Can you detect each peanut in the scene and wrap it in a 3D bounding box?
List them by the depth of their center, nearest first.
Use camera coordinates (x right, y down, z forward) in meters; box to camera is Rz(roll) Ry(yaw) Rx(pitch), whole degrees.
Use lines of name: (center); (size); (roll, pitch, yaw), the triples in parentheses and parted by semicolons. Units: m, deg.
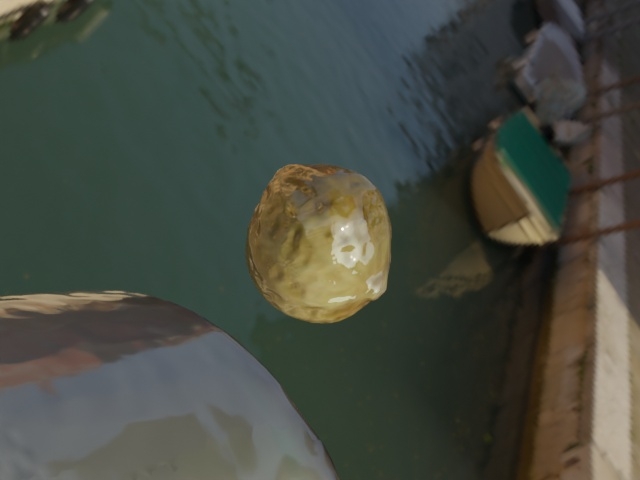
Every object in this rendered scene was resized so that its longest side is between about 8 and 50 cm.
peanut: (0.000, 0.000, 1.043); (0.140, 0.109, 0.159); (-45, 133, -34)

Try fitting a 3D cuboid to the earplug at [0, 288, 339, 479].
earplug: (-0.206, 0.182, 0.511); (0.394, 0.312, 0.313); (0, 57, -61)
